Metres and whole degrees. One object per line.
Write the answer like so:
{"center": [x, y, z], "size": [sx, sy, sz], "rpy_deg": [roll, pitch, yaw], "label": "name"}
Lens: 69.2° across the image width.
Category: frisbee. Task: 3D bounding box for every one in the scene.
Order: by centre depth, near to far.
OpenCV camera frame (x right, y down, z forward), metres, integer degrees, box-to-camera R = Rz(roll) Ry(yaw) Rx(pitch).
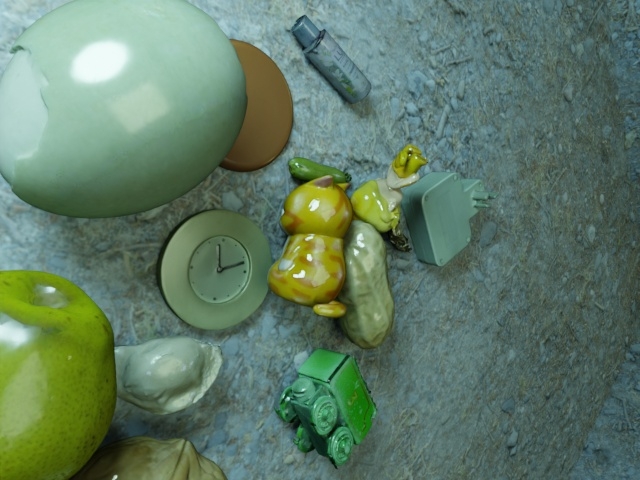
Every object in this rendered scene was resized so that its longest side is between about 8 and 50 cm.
{"center": [-0.152, -0.259, 0.898], "size": [0.251, 0.021, 0.251], "rpy_deg": [-5, 98, -40], "label": "frisbee"}

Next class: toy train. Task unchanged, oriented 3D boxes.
{"center": [0.020, 0.380, 1.056], "size": [0.188, 0.132, 0.243], "rpy_deg": [-41, 120, -38], "label": "toy train"}

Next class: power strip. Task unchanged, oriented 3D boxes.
{"center": [0.370, -0.080, 1.284], "size": [0.261, 0.141, 0.229], "rpy_deg": [-34, 117, -29], "label": "power strip"}

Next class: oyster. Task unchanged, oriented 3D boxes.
{"center": [0.200, -0.013, 1.194], "size": [0.148, 0.051, 0.103], "rpy_deg": [54, 27, -39], "label": "oyster"}

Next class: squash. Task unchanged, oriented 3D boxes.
{"center": [0.003, -0.144, 1.024], "size": [0.183, 0.052, 0.052], "rpy_deg": [11, 88, -43], "label": "squash"}

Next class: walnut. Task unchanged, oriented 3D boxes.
{"center": [-0.289, 0.462, 0.719], "size": [0.313, 0.277, 0.252], "rpy_deg": [-61, 159, -22], "label": "walnut"}

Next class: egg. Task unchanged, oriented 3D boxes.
{"center": [-0.275, -0.176, 0.637], "size": [0.336, 0.278, 0.278], "rpy_deg": [-41, 120, -32], "label": "egg"}

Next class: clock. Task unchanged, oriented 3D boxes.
{"center": [-0.197, 0.056, 0.896], "size": [0.235, 0.029, 0.235], "rpy_deg": [-4, 96, -39], "label": "clock"}

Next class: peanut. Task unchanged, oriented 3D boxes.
{"center": [0.090, 0.108, 1.065], "size": [0.152, 0.152, 0.313], "rpy_deg": [-27, 116, -34], "label": "peanut"}

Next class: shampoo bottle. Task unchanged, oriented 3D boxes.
{"center": [0.023, -0.386, 0.995], "size": [0.214, 0.072, 0.072], "rpy_deg": [37, 72, -36], "label": "shampoo bottle"}

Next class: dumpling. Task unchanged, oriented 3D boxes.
{"center": [-0.270, 0.231, 0.805], "size": [0.199, 0.118, 0.136], "rpy_deg": [9, 88, -19], "label": "dumpling"}

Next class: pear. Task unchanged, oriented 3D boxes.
{"center": [-0.407, 0.188, 0.584], "size": [0.294, 0.294, 0.294], "rpy_deg": [-6, 99, -39], "label": "pear"}

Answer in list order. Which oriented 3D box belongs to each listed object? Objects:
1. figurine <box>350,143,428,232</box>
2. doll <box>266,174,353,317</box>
{"center": [0.149, -0.106, 1.062], "size": [0.131, 0.156, 0.246], "rpy_deg": [11, 128, -29], "label": "figurine"}
{"center": [-0.018, 0.009, 0.941], "size": [0.166, 0.162, 0.270], "rpy_deg": [-4, 97, -79], "label": "doll"}
